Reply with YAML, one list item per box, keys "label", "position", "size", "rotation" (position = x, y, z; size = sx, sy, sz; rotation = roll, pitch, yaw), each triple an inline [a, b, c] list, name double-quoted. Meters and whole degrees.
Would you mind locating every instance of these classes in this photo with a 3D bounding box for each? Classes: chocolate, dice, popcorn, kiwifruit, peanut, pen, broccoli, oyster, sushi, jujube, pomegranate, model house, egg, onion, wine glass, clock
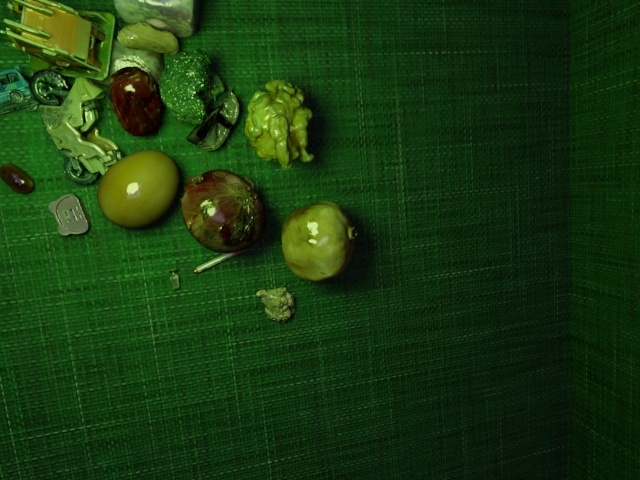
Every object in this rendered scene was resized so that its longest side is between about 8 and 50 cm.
- label: "chocolate"
  position: [-0.758, -0.669, 1.516]
  size: [0.302, 0.100, 0.185]
  rotation: [5, 98, -10]
- label: "dice"
  position: [-0.572, -0.911, 1.435]
  size: [0.269, 0.270, 0.272]
  rotation: [6, 95, -14]
- label: "popcorn"
  position: [-0.167, -0.446, 1.577]
  size: [0.274, 0.278, 0.336]
  rotation: [10, 93, -54]
- label: "kiwifruit"
  position: [-1.123, -0.229, 1.492]
  size: [0.124, 0.075, 0.075]
  rotation: [44, 86, -16]
- label: "peanut"
  position: [-0.621, -0.731, 1.469]
  size: [0.213, 0.099, 0.100]
  rotation: [1, 97, -37]
- label: "pen"
  position: [-0.423, 0.079, 1.706]
  size: [0.238, 0.028, 0.028]
  rotation: [-27, 101, -8]
- label: "broccoli"
  position: [-0.489, -0.578, 1.531]
  size: [0.241, 0.261, 0.269]
  rotation: [-32, 100, -48]
- label: "oyster"
  position: [-0.194, 0.276, 1.757]
  size: [0.190, 0.081, 0.164]
  rotation: [19, 96, -10]
- label: "sushi"
  position: [-0.399, -0.475, 1.617]
  size: [0.109, 0.134, 0.273]
  rotation: [45, 65, -34]
- label: "jujube"
  position: [-0.680, -0.503, 1.484]
  size: [0.183, 0.184, 0.243]
  rotation: [-14, 139, -11]
- label: "pomegranate"
  position: [0.000, 0.000, 1.635]
  size: [0.332, 0.332, 0.333]
  rotation: [-1, 97, -12]
- label: "model house"
  position: [-0.933, -0.712, 1.321]
  size: [0.357, 0.313, 0.243]
  rotation: [12, 92, 10]
- label: "egg"
  position: [-0.670, -0.194, 1.507]
  size: [0.250, 0.250, 0.322]
  rotation: [43, 76, -14]
- label: "onion"
  position: [-0.370, -0.116, 1.539]
  size: [0.353, 0.353, 0.354]
  rotation: [-1, 97, -12]
- label: "wine glass"
  position: [-0.607, 0.160, 1.671]
  size: [0.042, 0.039, 0.084]
  rotation: [-10, 103, -14]
- label: "clock"
  position: [-0.962, -0.096, 1.554]
  size: [0.109, 0.050, 0.153]
  rotation: [-19, 100, -10]

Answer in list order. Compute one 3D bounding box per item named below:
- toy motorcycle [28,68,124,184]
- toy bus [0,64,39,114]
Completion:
- label: "toy motorcycle"
  position: [-0.873, -0.413, 1.474]
  size: [0.236, 0.169, 0.411]
  rotation: [-10, 113, -2]
- label: "toy bus"
  position: [-1.143, -0.518, 1.434]
  size: [0.246, 0.113, 0.135]
  rotation: [-21, 95, -8]
